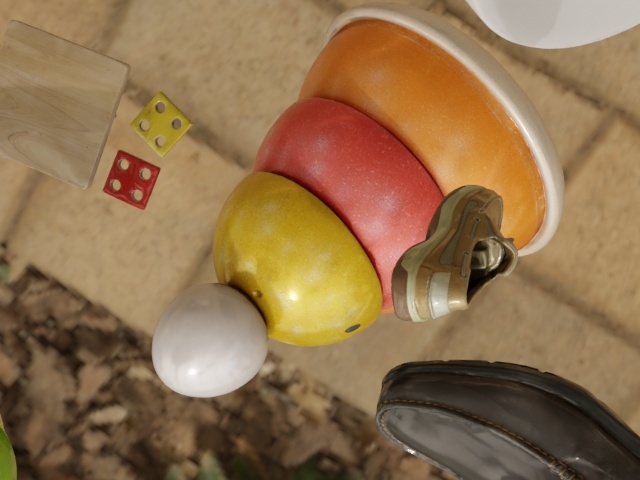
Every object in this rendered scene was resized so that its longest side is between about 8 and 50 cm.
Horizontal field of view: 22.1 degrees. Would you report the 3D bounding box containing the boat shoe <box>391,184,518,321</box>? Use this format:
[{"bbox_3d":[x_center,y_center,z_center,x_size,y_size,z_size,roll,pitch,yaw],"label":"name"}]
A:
[{"bbox_3d":[0.119,0.012,1.268,0.072,0.190,0.068,1,118,24],"label":"boat shoe"}]

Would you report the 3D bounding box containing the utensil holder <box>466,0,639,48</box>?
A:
[{"bbox_3d":[0.180,-0.409,1.493,0.327,0.328,0.385,-55,48,33],"label":"utensil holder"}]

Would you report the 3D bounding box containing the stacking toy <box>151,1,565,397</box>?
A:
[{"bbox_3d":[0.000,0.000,1.787,0.351,0.480,0.350,39,156,21],"label":"stacking toy"}]

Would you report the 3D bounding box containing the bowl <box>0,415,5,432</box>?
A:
[{"bbox_3d":[-0.400,0.232,1.472,0.290,0.289,0.156,5,151,17],"label":"bowl"}]

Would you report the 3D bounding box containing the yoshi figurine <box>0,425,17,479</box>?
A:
[{"bbox_3d":[-0.317,0.138,0.969,0.362,0.203,0.203,-6,99,42],"label":"yoshi figurine"}]

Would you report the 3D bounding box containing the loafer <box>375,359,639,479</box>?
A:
[{"bbox_3d":[0.093,0.094,0.601,0.170,0.061,0.062,18,147,20],"label":"loafer"}]

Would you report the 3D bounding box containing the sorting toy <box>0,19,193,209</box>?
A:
[{"bbox_3d":[-0.256,-0.133,1.636,0.275,0.046,0.132,22,101,12],"label":"sorting toy"}]
